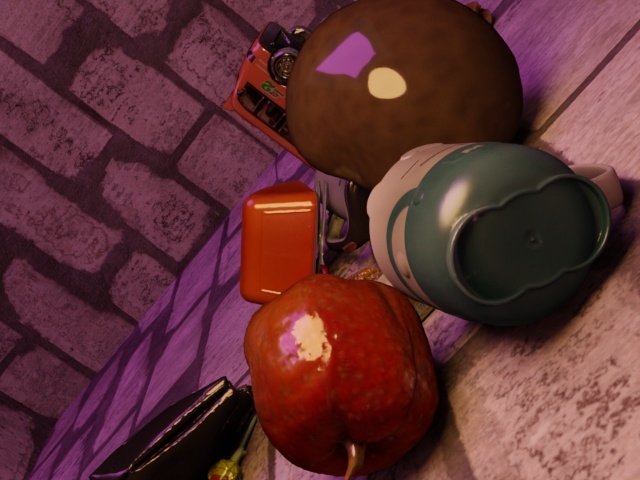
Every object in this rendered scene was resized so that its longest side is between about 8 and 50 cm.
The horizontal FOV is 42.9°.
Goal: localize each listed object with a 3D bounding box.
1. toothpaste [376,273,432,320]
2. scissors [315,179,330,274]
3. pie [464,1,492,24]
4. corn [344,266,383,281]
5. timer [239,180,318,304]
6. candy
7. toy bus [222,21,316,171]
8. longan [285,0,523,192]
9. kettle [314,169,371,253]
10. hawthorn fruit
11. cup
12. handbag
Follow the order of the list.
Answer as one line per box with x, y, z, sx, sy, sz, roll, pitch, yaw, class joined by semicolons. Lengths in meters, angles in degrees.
0.069;0.148;1.263;0.313;0.089;0.071;-48;20;14;toothpaste
0.000;0.000;1.681;0.144;0.017;0.248;-156;66;-75;scissors
0.336;-0.499;1.994;0.179;0.084;0.205;-41;21;37;pie
0.048;0.108;1.463;0.207;0.068;0.068;-37;20;44;corn
-0.078;0.006;1.787;0.250;0.161;0.258;-62;-25;-79;timer
-0.148;0.381;1.478;0.194;0.062;0.058;-59;-31;-58;candy
-0.007;-0.305;1.915;0.233;0.427;0.203;-48;14;30;toy bus
0.143;-0.245;1.389;0.405;0.404;0.336;-55;-20;-10;longan
0.082;-0.084;1.662;0.240;0.165;0.255;-63;17;3;kettle
0.027;0.167;1.033;0.258;0.262;0.258;-33;-34;-26;hawthorn fruit
0.224;-0.024;0.997;0.289;0.219;0.257;-22;10;-12;cup
-0.239;0.360;1.464;0.288;0.152;0.342;-43;-13;-6;handbag
